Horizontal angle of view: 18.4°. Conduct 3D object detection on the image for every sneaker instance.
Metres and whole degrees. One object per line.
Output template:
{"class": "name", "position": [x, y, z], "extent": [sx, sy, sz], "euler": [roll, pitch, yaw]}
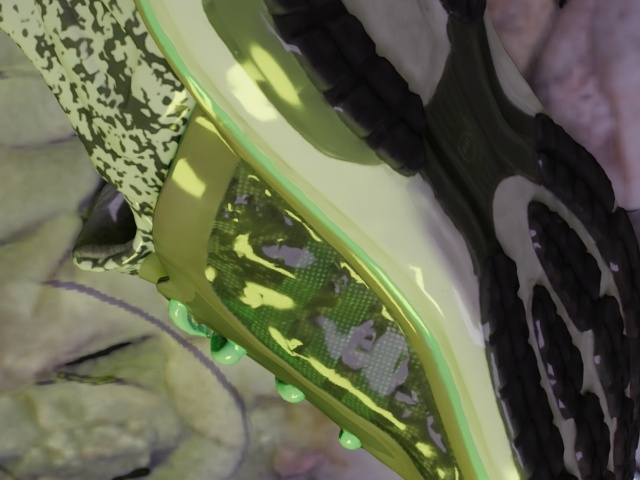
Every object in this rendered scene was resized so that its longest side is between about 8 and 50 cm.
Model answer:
{"class": "sneaker", "position": [0.000, 0.000, 0.763], "extent": [0.182, 0.158, 0.410], "euler": [-7, 125, 33]}

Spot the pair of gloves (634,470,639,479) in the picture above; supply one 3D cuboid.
{"class": "pair of gloves", "position": [0.208, 0.116, 0.881], "extent": [0.159, 0.023, 0.198], "euler": [29, 110, -19]}
